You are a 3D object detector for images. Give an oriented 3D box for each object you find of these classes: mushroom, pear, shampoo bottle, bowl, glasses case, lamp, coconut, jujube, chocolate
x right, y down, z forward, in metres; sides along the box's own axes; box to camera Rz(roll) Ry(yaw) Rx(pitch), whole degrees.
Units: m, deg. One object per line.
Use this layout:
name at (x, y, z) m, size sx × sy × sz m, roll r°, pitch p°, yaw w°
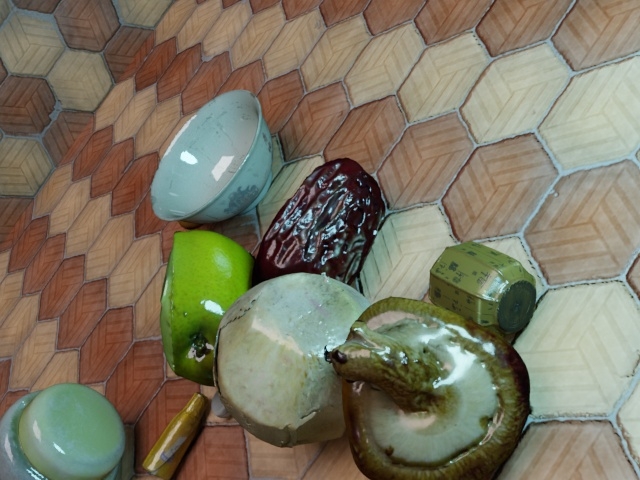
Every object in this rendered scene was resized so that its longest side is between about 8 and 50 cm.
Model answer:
mushroom at (0.168, 0.263, 1.353) m, size 0.345 × 0.259 × 0.345 m, roll -2°, pitch 81°, yaw 14°
pear at (-0.242, 0.188, 1.859) m, size 0.238 × 0.342 × 0.318 m, roll -1°, pitch 38°, yaw -3°
shampoo bottle at (-0.672, 0.539, 2.037) m, size 0.317 × 0.322 × 0.322 m, roll -45°, pitch 37°, yaw 28°
bowl at (-0.266, -0.195, 2.289) m, size 0.435 × 0.196 × 0.435 m, roll -27°, pitch 45°, yaw 30°
glasses case at (-0.182, 0.342, 1.893) m, size 0.193 × 0.049 × 0.074 m, roll -42°, pitch 36°, yaw 16°
lamp at (0.299, 0.091, 1.500) m, size 0.185 × 0.161 × 0.161 m, roll 28°, pitch 83°, yaw 49°
coconut at (-0.044, 0.242, 1.616) m, size 0.352 × 0.352 × 0.352 m, roll -27°, pitch 44°, yaw 30°
jujube at (0.000, 0.000, 1.828) m, size 0.376 × 0.258 × 0.258 m, roll -50°, pitch 37°, yaw -7°
chocolate at (-0.343, 0.466, 1.947) m, size 0.085 × 0.085 × 0.219 m, roll 14°, pitch 70°, yaw 51°

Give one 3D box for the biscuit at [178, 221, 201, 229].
biscuit at (-0.382, -0.101, 2.474) m, size 0.224 × 0.033 × 0.144 m, roll 3°, pitch 63°, yaw 49°
